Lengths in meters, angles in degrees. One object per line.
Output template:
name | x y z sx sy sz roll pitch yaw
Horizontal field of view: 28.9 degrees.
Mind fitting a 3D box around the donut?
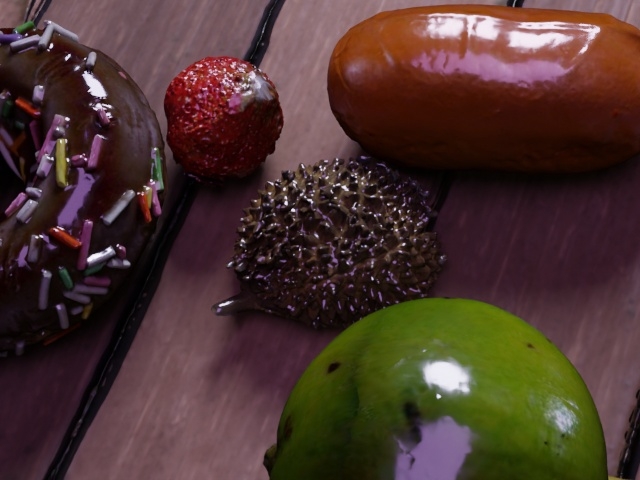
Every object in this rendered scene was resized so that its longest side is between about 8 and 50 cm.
donut | -0.244 -0.044 0.931 0.270 0.103 0.269 -6 66 14

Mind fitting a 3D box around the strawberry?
strawberry | -0.070 -0.097 0.951 0.106 0.106 0.106 -2 66 5

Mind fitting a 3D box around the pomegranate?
pomegranate | 0.113 0.164 0.766 0.302 0.236 0.236 17 68 0

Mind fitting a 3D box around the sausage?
sausage | 0.134 -0.114 0.929 0.258 0.133 0.133 4 66 7

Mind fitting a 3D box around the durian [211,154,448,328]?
durian | 0.000 0.000 0.909 0.188 0.091 0.148 -31 67 -6
